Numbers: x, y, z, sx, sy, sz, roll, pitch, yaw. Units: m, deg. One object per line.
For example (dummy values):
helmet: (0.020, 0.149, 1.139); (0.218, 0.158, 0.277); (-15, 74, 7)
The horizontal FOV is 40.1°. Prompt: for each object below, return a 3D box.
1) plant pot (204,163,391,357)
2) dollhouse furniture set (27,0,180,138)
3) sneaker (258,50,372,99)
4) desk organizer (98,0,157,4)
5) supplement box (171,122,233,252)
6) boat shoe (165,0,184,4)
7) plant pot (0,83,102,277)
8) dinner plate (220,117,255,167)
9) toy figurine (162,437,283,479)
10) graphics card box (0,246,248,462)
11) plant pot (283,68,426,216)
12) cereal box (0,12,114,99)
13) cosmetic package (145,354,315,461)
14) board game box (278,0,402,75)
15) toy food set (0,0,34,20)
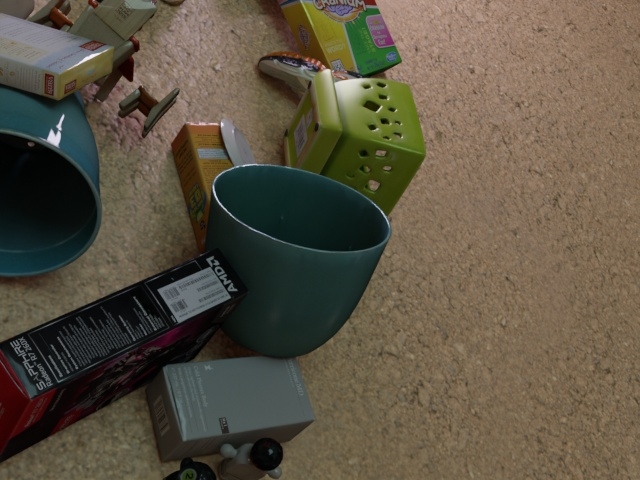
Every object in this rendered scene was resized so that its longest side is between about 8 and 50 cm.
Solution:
plant pot: (-0.057, 0.044, 1.427); (0.292, 0.235, 0.293); (13, 26, -7)
dollhouse furniture set: (-0.349, -0.327, 1.487); (0.262, 0.259, 0.135); (42, 79, -7)
sneaker: (-0.014, -0.309, 1.838); (0.262, 0.121, 0.099); (21, 27, 5)
desk organizer: (-0.390, -0.477, 1.711); (0.130, 0.047, 0.050); (33, 46, -13)
supplement box: (-0.198, -0.095, 1.578); (0.080, 0.078, 0.234); (-4, 64, -37)
boat shoe: (-0.368, -0.602, 1.772); (0.277, 0.096, 0.098); (36, 48, -11)
plant pot: (-0.457, -0.129, 1.310); (0.271, 0.272, 0.255); (19, 37, -24)
dinner plate: (-0.148, -0.166, 1.643); (0.141, 0.017, 0.141); (-21, 90, -79)
toy figurine: (-0.118, 0.398, 1.262); (0.209, 0.148, 0.213); (-13, 72, -40)
graphics card box: (-0.298, 0.158, 1.236); (0.371, 0.233, 0.094); (-27, 74, -43)
plant pot: (0.051, -0.182, 1.697); (0.207, 0.227, 0.228); (13, 42, -21)
cereal box: (-0.447, -0.277, 1.280); (0.240, 0.047, 0.173); (18, 28, 7)
cosmetic package: (-0.140, 0.258, 1.374); (0.237, 0.107, 0.127); (-4, 61, -34)
board game box: (0.028, -0.508, 1.960); (0.242, 0.064, 0.317); (-29, 95, -43)
toy food set: (-0.569, -0.426, 1.393); (0.092, 0.306, 0.220); (13, 48, 9)
